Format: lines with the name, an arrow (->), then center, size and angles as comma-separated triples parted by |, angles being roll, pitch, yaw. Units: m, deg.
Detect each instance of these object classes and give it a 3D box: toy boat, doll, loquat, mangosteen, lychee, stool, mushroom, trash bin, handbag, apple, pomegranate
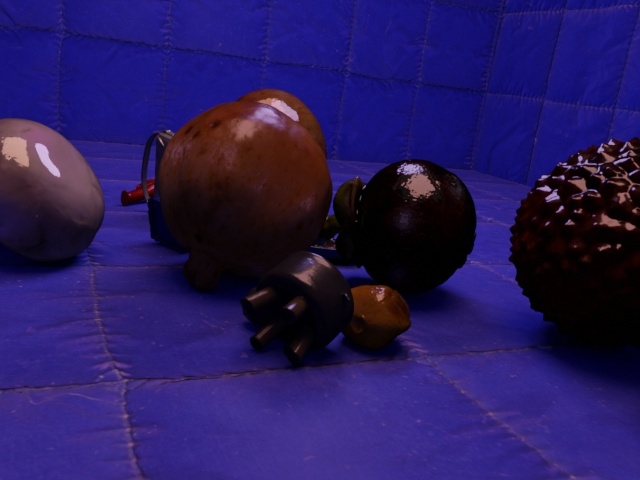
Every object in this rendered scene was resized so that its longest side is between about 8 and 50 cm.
toy boat -> 0.000, 0.000, 1.575 | 0.223, 0.097, 0.100 | 8, 17, 7
doll -> -0.490, -0.173, 2.025 | 0.188, 0.099, 0.384 | 9, 17, 6
loquat -> 0.097, 0.133, 1.096 | 0.137, 0.113, 0.137 | -7, -7, -1
mangosteen -> 0.189, -0.036, 1.380 | 0.330, 0.330, 0.330 | 7, 14, -2
lychee -> 0.586, 0.013, 1.222 | 0.425, 0.424, 0.500 | 10, -1, 9
stool -> -0.051, 0.122, 1.028 | 0.153, 0.228, 0.139 | 50, 47, 2
mushroom -> -0.616, -0.116, 1.320 | 0.356, 0.315, 0.315 | 23, 21, 39
trash bin -> -0.300, -0.063, 1.564 | 0.162, 0.184, 0.234 | 17, 28, 34
handbag -> -0.425, -0.183, 1.753 | 0.219, 0.256, 0.079 | 26, 27, 31
apple -> -0.177, -0.277, 2.023 | 0.333, 0.400, 0.400 | -30, 32, -27
pomegranate -> -0.169, -0.079, 1.304 | 0.410, 0.410, 0.410 | 7, 14, -2
